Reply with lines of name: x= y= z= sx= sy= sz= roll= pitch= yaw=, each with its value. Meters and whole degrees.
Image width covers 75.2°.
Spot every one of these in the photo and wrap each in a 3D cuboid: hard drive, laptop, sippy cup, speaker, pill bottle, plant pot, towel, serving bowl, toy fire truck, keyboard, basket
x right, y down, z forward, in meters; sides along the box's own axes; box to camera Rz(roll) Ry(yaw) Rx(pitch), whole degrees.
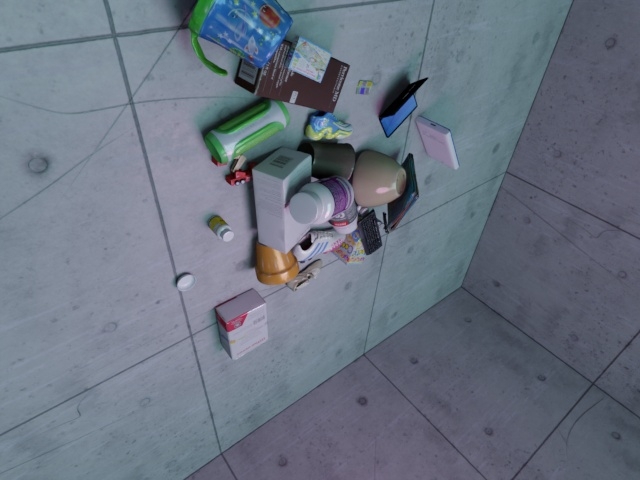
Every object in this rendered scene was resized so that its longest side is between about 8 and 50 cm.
hard drive: x=0.633 y=-0.523 z=2.240 sx=0.040 sy=0.210 sz=0.319 roll=-49 pitch=145 yaw=-2
laptop: x=0.405 y=-0.619 z=1.969 sx=0.136 sy=0.264 sz=0.234 roll=43 pitch=87 yaw=-18
sippy cup: x=-0.209 y=-0.617 z=1.161 sx=0.224 sy=0.305 sz=0.240 roll=34 pitch=63 yaw=-21
speaker: x=-0.256 y=-0.393 z=1.479 sx=0.296 sy=0.131 sz=0.131 roll=-36 pitch=143 yaw=-18
pill bottle: x=0.193 y=-0.175 z=2.169 sx=0.067 sy=0.120 sz=0.067 roll=-28 pitch=139 yaw=-27
plant pot: x=-0.214 y=0.072 z=1.919 sx=0.205 sy=0.205 sz=0.187 roll=-27 pitch=123 yaw=-28
pill bottle: x=0.004 y=-0.159 z=1.669 sx=0.301 sy=0.169 sz=0.169 roll=-31 pitch=146 yaw=-58
pill bottle: x=0.095 y=-0.163 z=2.040 sx=0.161 sy=0.161 sz=0.283 roll=-41 pitch=144 yaw=-12
plant pot: x=0.306 y=-0.293 z=2.032 sx=0.284 sy=0.191 sz=0.284 roll=-25 pitch=120 yaw=-53
towel: x=0.191 y=-0.664 z=1.809 sx=0.083 sy=0.009 sz=0.060 roll=-12 pitch=132 yaw=-41
serving bowl: x=-0.569 y=0.173 z=1.754 sx=0.083 sy=0.027 sz=0.083 roll=-28 pitch=139 yaw=-27
towel: x=0.411 y=-0.252 z=2.141 sx=0.040 sy=0.370 sz=0.271 roll=19 pitch=133 yaw=-12
toy fire truck: x=-0.315 y=-0.281 z=1.589 sx=0.192 sy=0.047 sz=0.135 roll=-24 pitch=136 yaw=-33
pill bottle: x=-0.396 y=-0.046 z=1.660 sx=0.065 sy=0.116 sz=0.065 roll=-29 pitch=141 yaw=-27
keyboard: x=0.298 y=-0.056 z=2.225 sx=0.201 sy=0.033 sz=0.317 roll=-42 pitch=145 yaw=-13
basket: x=0.014 y=-0.341 z=1.805 sx=0.227 sy=0.154 sz=0.204 roll=1 pitch=117 yaw=-43

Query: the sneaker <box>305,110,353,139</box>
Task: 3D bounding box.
sneaker: x=0.050 y=-0.494 z=1.745 sx=0.240 sy=0.091 sz=0.126 roll=-20 pitch=135 yaw=-33

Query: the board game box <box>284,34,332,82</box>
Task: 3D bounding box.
board game box: x=-0.039 y=-0.598 z=1.375 sx=0.154 sy=0.026 sz=0.103 roll=2 pitch=118 yaw=-48

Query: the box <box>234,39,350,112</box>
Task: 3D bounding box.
box: x=-0.091 y=-0.587 z=1.468 sx=0.381 sy=0.143 sz=0.191 roll=-7 pitch=126 yaw=-46

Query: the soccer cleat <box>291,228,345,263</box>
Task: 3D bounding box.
soccer cleat: x=0.000 y=0.000 z=2.129 sx=0.331 sy=0.116 sz=0.143 roll=-28 pitch=140 yaw=-27

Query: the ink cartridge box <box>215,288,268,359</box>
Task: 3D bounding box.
ink cartridge box: x=-0.390 y=0.423 z=2.091 sx=0.226 sy=0.131 sz=0.306 roll=-25 pitch=140 yaw=-31

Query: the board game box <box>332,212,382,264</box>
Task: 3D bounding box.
board game box: x=0.198 y=-0.018 z=2.302 sx=0.144 sy=0.142 sz=0.275 roll=-1 pitch=123 yaw=-46

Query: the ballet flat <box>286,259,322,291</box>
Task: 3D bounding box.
ballet flat: x=-0.069 y=0.197 z=2.268 sx=0.248 sy=0.086 sz=0.086 roll=-33 pitch=142 yaw=-22

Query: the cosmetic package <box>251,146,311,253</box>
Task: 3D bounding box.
cosmetic package: x=-0.153 y=-0.162 z=1.733 sx=0.217 sy=0.156 sz=0.385 roll=-50 pitch=151 yaw=-39
